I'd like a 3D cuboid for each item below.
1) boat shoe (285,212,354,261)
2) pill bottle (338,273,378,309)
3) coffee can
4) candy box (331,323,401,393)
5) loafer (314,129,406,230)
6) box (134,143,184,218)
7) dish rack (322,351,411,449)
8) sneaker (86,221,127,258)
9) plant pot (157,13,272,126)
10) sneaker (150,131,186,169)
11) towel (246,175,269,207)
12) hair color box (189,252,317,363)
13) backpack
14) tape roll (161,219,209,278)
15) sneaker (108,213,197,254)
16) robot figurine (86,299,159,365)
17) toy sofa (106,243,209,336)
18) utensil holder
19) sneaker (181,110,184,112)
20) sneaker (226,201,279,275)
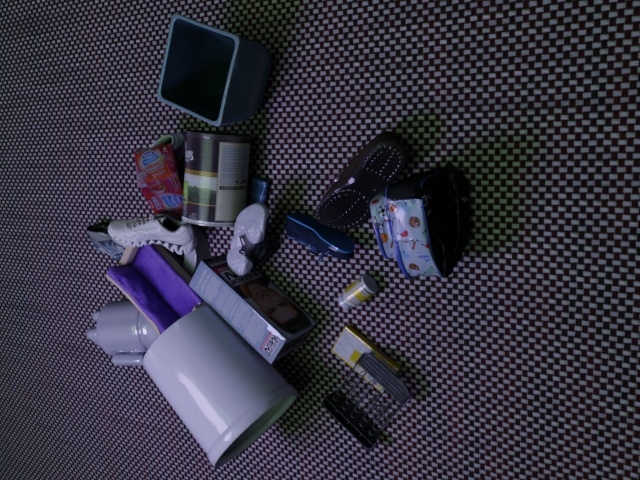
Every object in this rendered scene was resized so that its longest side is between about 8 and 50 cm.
[{"bbox_3d":[0.000,0.000,1.749,0.258,0.109,0.089,34,124,39],"label":"boat shoe"},{"bbox_3d":[0.107,0.154,1.722,0.116,0.065,0.065,-40,79,30],"label":"pill bottle"},{"bbox_3d":[-0.323,-0.196,1.820,0.201,0.201,0.276,12,103,28],"label":"coffee can"},{"bbox_3d":[0.135,0.355,1.768,0.205,0.027,0.105,38,117,19],"label":"candy box"},{"bbox_3d":[0.118,-0.163,1.637,0.133,0.130,0.366,33,130,-16],"label":"loafer"},{"bbox_3d":[-0.499,-0.180,1.884,0.122,0.257,0.128,-12,65,-5],"label":"box"},{"bbox_3d":[0.140,0.469,1.739,0.208,0.074,0.272,41,130,16],"label":"dish rack"},{"bbox_3d":[-0.745,0.012,2.198,0.282,0.110,0.122,14,124,31],"label":"sneaker"},{"bbox_3d":[-0.280,-0.491,1.713,0.247,0.252,0.247,27,113,23],"label":"plant pot"},{"bbox_3d":[-0.537,-0.259,1.967,0.102,0.161,0.282,49,120,14],"label":"sneaker"},{"bbox_3d":[-0.200,-0.140,1.867,0.067,0.029,0.120,24,110,25],"label":"towel"},{"bbox_3d":[-0.213,0.200,1.852,0.374,0.185,0.114,40,116,18],"label":"hair color box"},{"bbox_3d":[0.256,-0.035,1.492,0.213,0.276,0.264,-11,101,37],"label":"backpack"},{"bbox_3d":[-0.495,0.040,2.055,0.219,0.072,0.220,7,104,30],"label":"tape roll"},{"bbox_3d":[-0.547,-0.041,1.909,0.291,0.110,0.118,7,137,1],"label":"sneaker"},{"bbox_3d":[-0.652,0.308,2.105,0.353,0.200,0.300,-6,57,16],"label":"robot figurine"},{"bbox_3d":[-0.529,0.153,1.952,0.362,0.177,0.150,44,119,17],"label":"toy sofa"},{"bbox_3d":[-0.314,0.439,1.825,0.385,0.327,0.328,46,119,18],"label":"utensil holder"},{"bbox_3d":[-0.409,-0.483,1.904,0.152,0.058,0.085,-30,90,27],"label":"sneaker"},{"bbox_3d":[-0.191,-0.019,1.809,0.101,0.153,0.269,39,126,19],"label":"sneaker"}]
